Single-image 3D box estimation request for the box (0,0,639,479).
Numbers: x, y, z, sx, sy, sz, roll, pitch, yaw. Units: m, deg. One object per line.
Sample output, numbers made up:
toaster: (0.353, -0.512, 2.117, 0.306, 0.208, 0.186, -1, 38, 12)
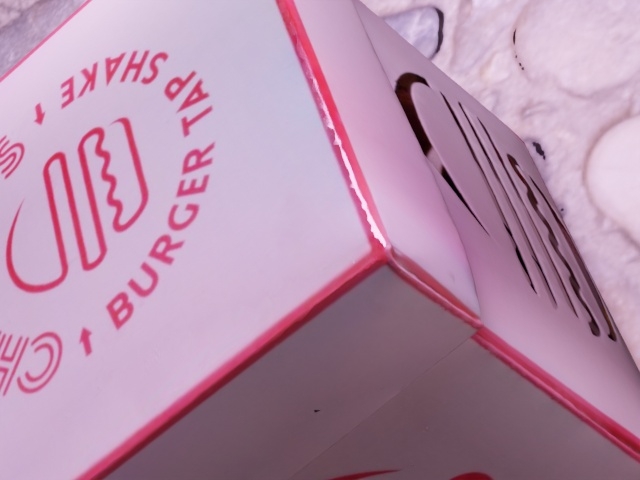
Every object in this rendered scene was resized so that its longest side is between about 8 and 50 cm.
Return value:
box: (-0.032, 0.054, 0.970, 0.312, 0.300, 0.314, -39, 42, 18)
